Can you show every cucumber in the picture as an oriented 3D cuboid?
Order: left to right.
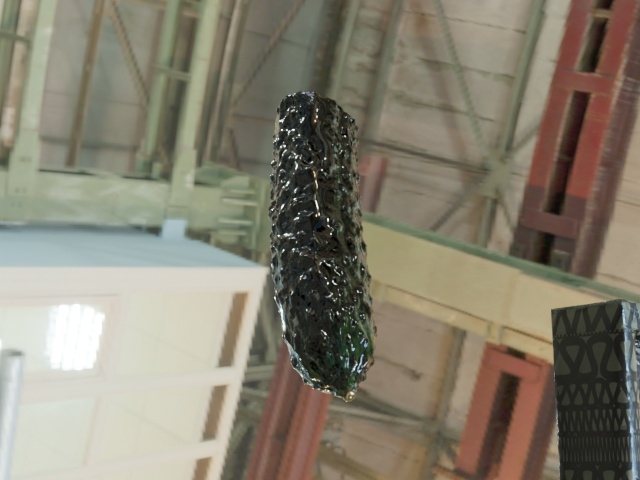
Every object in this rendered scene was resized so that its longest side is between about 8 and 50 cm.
[{"bbox_3d":[-0.002,0.001,0.774,0.072,0.072,0.300,-44,-151,30],"label":"cucumber"}]

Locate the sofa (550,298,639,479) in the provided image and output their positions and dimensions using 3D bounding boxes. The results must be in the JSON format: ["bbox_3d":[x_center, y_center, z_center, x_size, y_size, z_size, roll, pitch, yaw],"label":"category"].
[{"bbox_3d":[0.132,0.087,0.474,0.039,0.060,0.118,-11,-105,43],"label":"sofa"}]
